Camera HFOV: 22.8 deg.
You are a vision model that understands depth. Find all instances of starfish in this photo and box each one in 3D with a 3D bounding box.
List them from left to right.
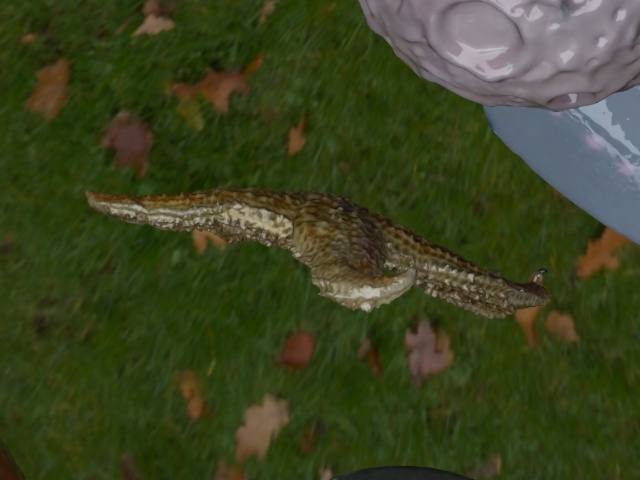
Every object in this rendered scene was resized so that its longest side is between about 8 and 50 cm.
[{"bbox_3d":[0.001,-0.004,1.066,0.303,0.299,0.060,15,97,16],"label":"starfish"}]

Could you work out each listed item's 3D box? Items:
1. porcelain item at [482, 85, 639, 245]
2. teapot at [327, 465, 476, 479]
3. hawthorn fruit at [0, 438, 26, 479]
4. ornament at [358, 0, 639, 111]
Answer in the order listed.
[{"bbox_3d":[0.265,-0.131,1.324,0.405,0.242,0.178,39,120,1],"label":"porcelain item"},{"bbox_3d":[0.047,0.239,0.902,0.322,0.239,0.239,-37,87,-26],"label":"teapot"},{"bbox_3d":[-0.343,0.163,0.950,0.285,0.285,0.369,-38,95,17],"label":"hawthorn fruit"},{"bbox_3d":[0.141,-0.204,0.954,0.225,0.259,0.259,4,111,31],"label":"ornament"}]
